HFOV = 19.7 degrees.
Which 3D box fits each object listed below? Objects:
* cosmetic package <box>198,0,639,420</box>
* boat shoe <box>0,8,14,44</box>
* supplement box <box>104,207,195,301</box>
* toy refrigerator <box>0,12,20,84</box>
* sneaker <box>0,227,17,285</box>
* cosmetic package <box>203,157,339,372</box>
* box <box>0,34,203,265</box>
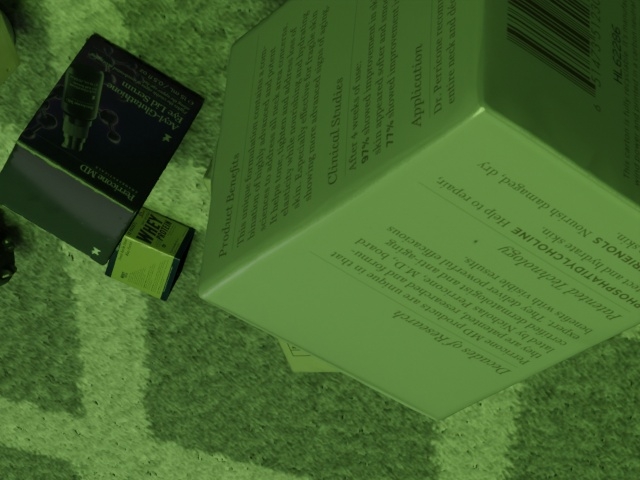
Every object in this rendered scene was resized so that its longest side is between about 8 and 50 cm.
[{"bbox_3d":[0.137,-0.088,1.760,0.327,0.329,0.393,29,139,-29],"label":"cosmetic package"},{"bbox_3d":[-0.393,-0.261,2.075,0.049,0.040,0.142,-7,127,28],"label":"boat shoe"},{"bbox_3d":[-0.208,0.015,2.240,0.083,0.056,0.083,23,135,1],"label":"supplement box"},{"bbox_3d":[-0.480,-0.215,2.075,0.269,0.102,0.094,11,137,29],"label":"toy refrigerator"},{"bbox_3d":[-0.509,-0.019,2.309,0.276,0.098,0.135,34,134,-6],"label":"sneaker"},{"bbox_3d":[0.000,0.000,2.089,0.153,0.129,0.296,-4,128,24],"label":"cosmetic package"},{"bbox_3d":[-0.246,-0.101,2.042,0.153,0.207,0.108,31,135,-6],"label":"box"}]
